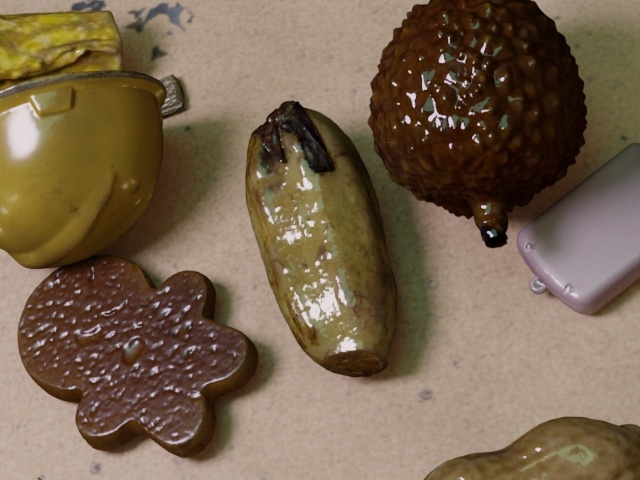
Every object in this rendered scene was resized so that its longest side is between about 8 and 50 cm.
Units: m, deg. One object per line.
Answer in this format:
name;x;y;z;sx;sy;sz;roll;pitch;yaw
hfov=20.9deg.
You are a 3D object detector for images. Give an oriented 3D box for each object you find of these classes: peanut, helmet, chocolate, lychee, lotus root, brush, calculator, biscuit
peanut;0.166;0.190;1.337;0.193;0.089;0.089;-23;58;6
helmet;-0.242;-0.048;1.557;0.257;0.205;0.140;-22;74;28
chocolate;-0.401;-0.145;1.600;0.446;0.162;0.162;-11;56;-15
lychee;0.130;-0.104;1.444;0.200;0.200;0.238;-7;68;15
lotus root;0.000;0.000;1.491;0.110;0.097;0.258;-21;65;15
brush;-0.210;-0.114;1.671;0.170;0.014;0.043;-21;54;9
calculator;0.244;-0.011;1.448;0.175;0.032;0.100;-37;57;-3
biscuit;-0.166;0.096;1.525;0.236;0.039;0.180;28;76;30

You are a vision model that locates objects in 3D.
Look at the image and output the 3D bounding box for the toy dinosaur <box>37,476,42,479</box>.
toy dinosaur;-0.214;0.250;1.462;0.041;0.026;0.113;-41;67;-14
